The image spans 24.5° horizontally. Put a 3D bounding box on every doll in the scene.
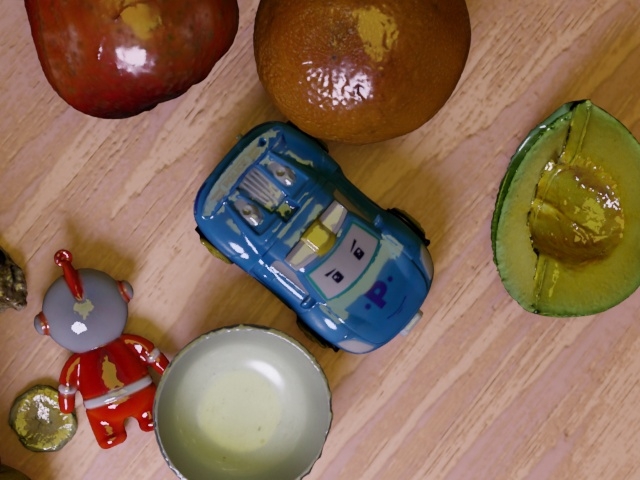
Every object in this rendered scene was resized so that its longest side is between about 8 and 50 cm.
[{"bbox_3d":[-0.267,0.125,1.762,0.142,0.076,0.245,-23,95,-11],"label":"doll"}]

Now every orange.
[{"bbox_3d":[0.051,-0.238,1.727,0.264,0.264,0.264,0,88,-6],"label":"orange"}]

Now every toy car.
[{"bbox_3d":[0.000,0.000,1.755,0.314,0.166,0.198,42,88,-4],"label":"toy car"}]

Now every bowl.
[{"bbox_3d":[-0.096,0.202,1.758,0.211,0.112,0.211,0,88,-7],"label":"bowl"}]

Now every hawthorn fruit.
[{"bbox_3d":[-0.241,-0.298,1.686,0.254,0.254,0.300,-33,107,-7],"label":"hawthorn fruit"}]

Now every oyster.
[{"bbox_3d":[-0.430,0.036,1.760,0.177,0.056,0.105,37,77,1],"label":"oyster"}]

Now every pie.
[{"bbox_3d":[-0.334,0.216,1.777,0.084,0.020,0.084,0,89,-8],"label":"pie"}]

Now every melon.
[{"bbox_3d":[0.315,-0.024,1.817,0.169,0.129,0.265,17,82,-28],"label":"melon"}]

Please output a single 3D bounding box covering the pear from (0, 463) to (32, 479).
[{"bbox_3d":[-0.403,0.347,1.687,0.198,0.198,0.198,0,88,-6],"label":"pear"}]
